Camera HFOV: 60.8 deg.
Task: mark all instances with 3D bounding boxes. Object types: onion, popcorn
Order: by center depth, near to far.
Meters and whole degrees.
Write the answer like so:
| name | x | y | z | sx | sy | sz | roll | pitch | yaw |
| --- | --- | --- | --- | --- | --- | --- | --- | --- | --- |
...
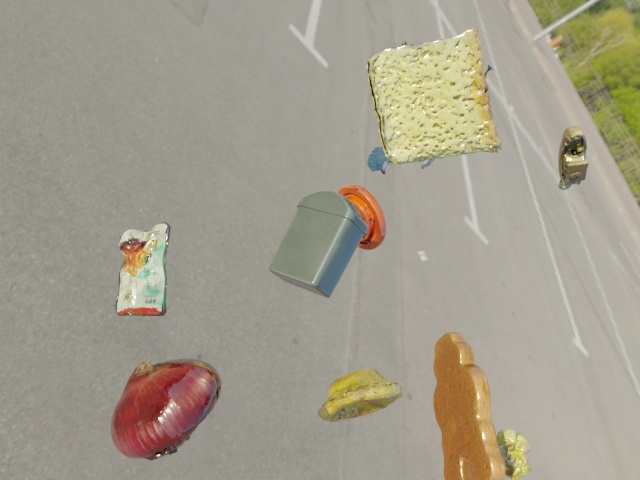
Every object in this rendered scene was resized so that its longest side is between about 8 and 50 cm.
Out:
| name | x | y | z | sx | sy | sz | roll | pitch | yaw |
| --- | --- | --- | --- | --- | --- | --- | --- | --- | --- |
| onion | -0.314 | 0.332 | 1.100 | 0.161 | 0.248 | 0.248 | 42 | 35 | -23 |
| popcorn | 0.431 | 0.493 | 1.250 | 0.109 | 0.097 | 0.089 | 68 | 27 | -25 |

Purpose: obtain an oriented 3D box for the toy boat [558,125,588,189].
| name | x | y | z | sx | sy | sz | roll | pitch | yaw |
| --- | --- | --- | --- | --- | --- | --- | --- | --- | --- |
| toy boat | 0.879 | -0.278 | 1.898 | 0.321 | 0.089 | 0.121 | 56 | 31 | -57 |

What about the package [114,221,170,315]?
| name | x | y | z | sx | sy | sz | roll | pitch | yaw |
| --- | --- | --- | --- | --- | --- | --- | --- | --- | --- |
| package | -0.440 | 0.070 | 1.347 | 0.040 | 0.166 | 0.231 | 23 | 67 | -61 |

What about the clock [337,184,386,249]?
| name | x | y | z | sx | sy | sz | roll | pitch | yaw |
| --- | --- | --- | --- | --- | --- | --- | --- | --- | --- |
| clock | 0.112 | -0.066 | 1.601 | 0.051 | 0.205 | 0.205 | -27 | 86 | -30 |

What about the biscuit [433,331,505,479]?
| name | x | y | z | sx | sy | sz | roll | pitch | yaw |
| --- | --- | --- | --- | --- | --- | --- | --- | --- | --- |
| biscuit | 0.291 | 0.349 | 1.105 | 0.047 | 0.202 | 0.333 | 5 | 56 | -14 |

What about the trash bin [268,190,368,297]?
| name | x | y | z | sx | sy | sz | roll | pitch | yaw |
| --- | --- | --- | --- | --- | --- | --- | --- | --- | --- |
| trash bin | 0.000 | 0.000 | 1.288 | 0.101 | 0.177 | 0.236 | 42 | 71 | -50 |

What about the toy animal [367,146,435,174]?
| name | x | y | z | sx | sy | sz | roll | pitch | yaw |
| --- | --- | --- | --- | --- | --- | --- | --- | --- | --- |
| toy animal | 0.248 | -0.275 | 1.549 | 0.176 | 0.255 | 0.239 | 40 | 21 | 19 |

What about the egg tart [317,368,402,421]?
| name | x | y | z | sx | sy | sz | roll | pitch | yaw |
| --- | --- | --- | --- | --- | --- | --- | --- | --- | --- |
| egg tart | 0.119 | 0.480 | 1.717 | 0.295 | 0.295 | 0.116 | 19 | 48 | -47 |

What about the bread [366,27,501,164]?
| name | x | y | z | sx | sy | sz | roll | pitch | yaw |
| --- | --- | --- | --- | --- | --- | --- | --- | --- | --- |
| bread | 0.237 | -0.310 | 1.141 | 0.315 | 0.249 | 0.279 | -84 | 159 | -59 |
